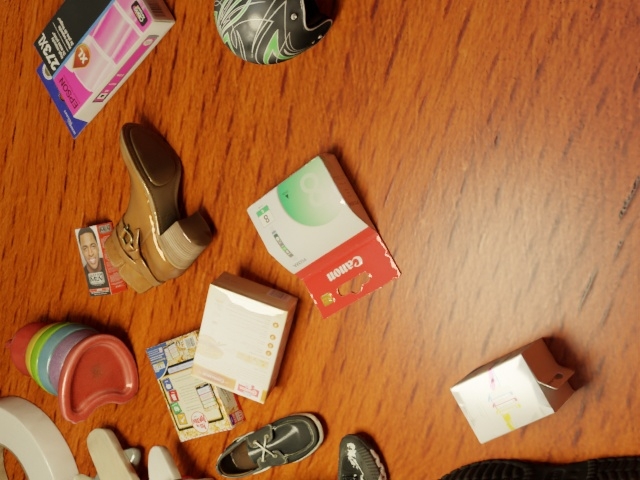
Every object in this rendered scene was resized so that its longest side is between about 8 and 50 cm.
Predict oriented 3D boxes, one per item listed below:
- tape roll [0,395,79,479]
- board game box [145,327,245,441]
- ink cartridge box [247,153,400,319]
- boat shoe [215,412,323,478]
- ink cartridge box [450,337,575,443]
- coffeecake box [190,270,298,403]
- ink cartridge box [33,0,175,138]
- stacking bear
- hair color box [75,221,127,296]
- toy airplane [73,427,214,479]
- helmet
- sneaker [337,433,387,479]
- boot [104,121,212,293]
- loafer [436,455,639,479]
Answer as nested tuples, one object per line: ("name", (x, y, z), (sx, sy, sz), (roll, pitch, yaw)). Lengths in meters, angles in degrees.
("tape roll", (-0.720, 0.566, 1.857), (0.392, 0.072, 0.392), (8, 104, 33))
("board game box", (-0.239, 0.273, 1.480), (0.146, 0.045, 0.194), (-22, 88, 35))
("ink cartridge box", (0.000, 0.000, 1.255), (0.181, 0.056, 0.225), (-33, 80, 35))
("boat shoe", (-0.091, 0.370, 1.384), (0.233, 0.079, 0.084), (-28, 83, 34))
("ink cartridge box", (0.275, 0.205, 1.090), (0.143, 0.092, 0.090), (-35, 80, 33))
("coffeecake box", (-0.133, 0.168, 1.349), (0.142, 0.068, 0.186), (19, 111, 10))
("ink cartridge box", (-0.430, -0.362, 1.460), (0.371, 0.069, 0.176), (-37, 79, 36))
("stacking bear", (-0.538, 0.244, 1.616), (0.289, 0.175, 0.164), (9, 108, 40))
("hair color box", (-0.441, 0.039, 1.565), (0.072, 0.043, 0.141), (-9, 95, 36))
("toy airplane", (-0.355, 0.584, 1.531), (0.384, 0.272, 0.386), (3, 66, 23))
("helmet", (-0.078, -0.343, 1.161), (0.169, 0.161, 0.169), (8, 105, 32))
("sneaker", (0.059, 0.439, 1.279), (0.078, 0.106, 0.234), (-3, 99, 34))
("boot", (-0.333, -0.054, 1.449), (0.220, 0.109, 0.283), (-34, 88, 38))
("loafer", (0.302, 0.389, 1.086), (0.366, 0.134, 0.130), (-13, 93, 35))
